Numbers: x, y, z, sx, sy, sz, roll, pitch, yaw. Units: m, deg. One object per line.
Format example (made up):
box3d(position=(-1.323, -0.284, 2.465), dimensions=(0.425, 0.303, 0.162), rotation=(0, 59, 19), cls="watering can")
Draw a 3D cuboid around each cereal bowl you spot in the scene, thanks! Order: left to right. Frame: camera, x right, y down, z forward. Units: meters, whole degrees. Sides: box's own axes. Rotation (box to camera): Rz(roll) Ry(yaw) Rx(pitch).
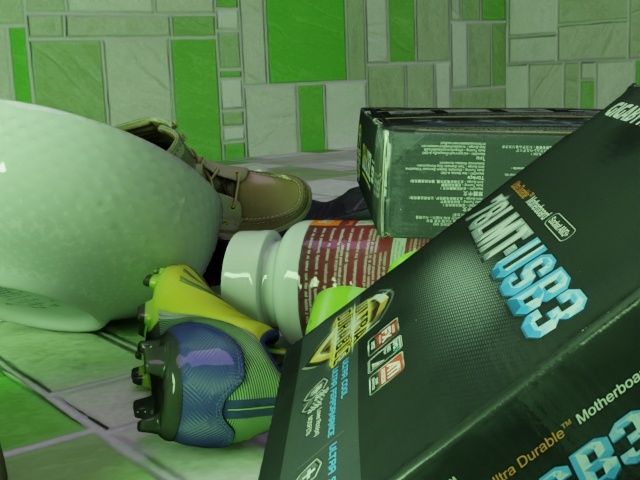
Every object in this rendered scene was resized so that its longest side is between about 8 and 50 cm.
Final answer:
box3d(position=(-0.272, 0.001, 0.904), dimensions=(0.339, 0.141, 0.339), rotation=(8, -19, 3), cls="cereal bowl")

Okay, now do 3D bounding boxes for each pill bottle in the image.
box3d(position=(0.030, 0.041, 0.839), dimensions=(0.221, 0.121, 0.121), rotation=(1, 11, 15), cls="pill bottle")

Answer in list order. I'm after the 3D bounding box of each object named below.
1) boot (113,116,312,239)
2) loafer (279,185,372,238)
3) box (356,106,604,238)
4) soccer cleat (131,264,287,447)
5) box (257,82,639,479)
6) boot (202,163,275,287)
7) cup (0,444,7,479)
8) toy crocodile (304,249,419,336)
box3d(position=(-0.123, -0.065, 0.969), dimensions=(0.213, 0.077, 0.165), rotation=(1, -22, 8), cls="boot")
box3d(position=(0.000, 0.000, 1.210), dimensions=(0.303, 0.095, 0.109), rotation=(-12, 28, 34), cls="loafer")
box3d(position=(0.238, -0.071, 0.850), dimensions=(0.395, 0.097, 0.318), rotation=(1, 10, -2), cls="box")
box3d(position=(-0.085, 0.087, 0.731), dimensions=(0.121, 0.093, 0.289), rotation=(5, 10, -12), cls="soccer cleat")
box3d(position=(0.100, 0.042, 0.478), dimensions=(0.293, 0.073, 0.295), rotation=(-40, 8, 12), cls="box")
box3d(position=(-0.169, 0.010, 1.182), dimensions=(0.244, 0.088, 0.176), rotation=(-23, 31, 37), cls="boot")
box3d(position=(-0.363, 0.056, 0.524), dimensions=(0.331, 0.236, 0.331), rotation=(-3, 10, 0), cls="cup")
box3d(position=(0.153, 0.077, 0.704), dimensions=(0.341, 0.105, 0.115), rotation=(-2, 52, 1), cls="toy crocodile")
